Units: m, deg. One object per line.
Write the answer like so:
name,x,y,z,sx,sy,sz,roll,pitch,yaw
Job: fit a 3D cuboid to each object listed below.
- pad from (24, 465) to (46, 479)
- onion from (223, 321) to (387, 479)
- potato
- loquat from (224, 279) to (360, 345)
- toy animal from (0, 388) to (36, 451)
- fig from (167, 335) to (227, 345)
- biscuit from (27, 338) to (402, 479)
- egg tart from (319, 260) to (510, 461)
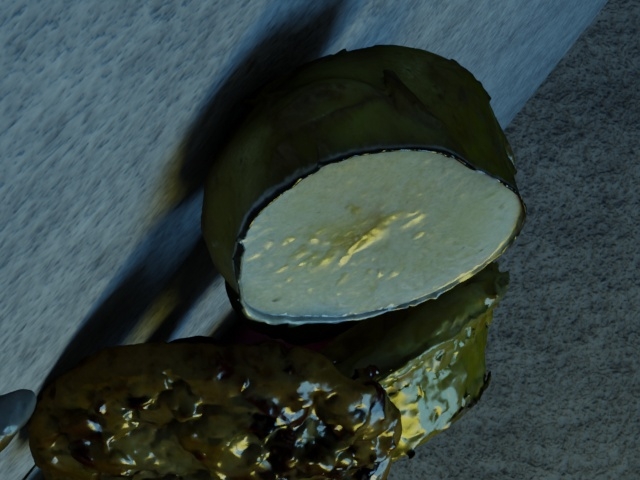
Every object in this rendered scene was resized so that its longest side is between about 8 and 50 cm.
pad,-0.315,0.287,1.893,0.156,0.004,0.232,-52,173,-1
onion,-0.053,0.243,2.325,0.358,0.345,0.358,-63,-174,11
potato,0.012,-0.067,1.509,0.246,0.196,0.299,-40,150,22
loquat,0.000,0.000,1.773,0.227,0.179,0.179,-54,175,-26
toy animal,-0.300,0.217,1.129,0.284,0.225,0.302,-34,-167,24
fig,-0.145,0.221,1.955,0.170,0.145,0.274,-50,152,-31
biscuit,-0.092,0.190,1.619,0.289,0.334,0.081,83,4,-53
egg tart,0.064,0.144,1.816,0.341,0.132,0.341,-36,-179,1
